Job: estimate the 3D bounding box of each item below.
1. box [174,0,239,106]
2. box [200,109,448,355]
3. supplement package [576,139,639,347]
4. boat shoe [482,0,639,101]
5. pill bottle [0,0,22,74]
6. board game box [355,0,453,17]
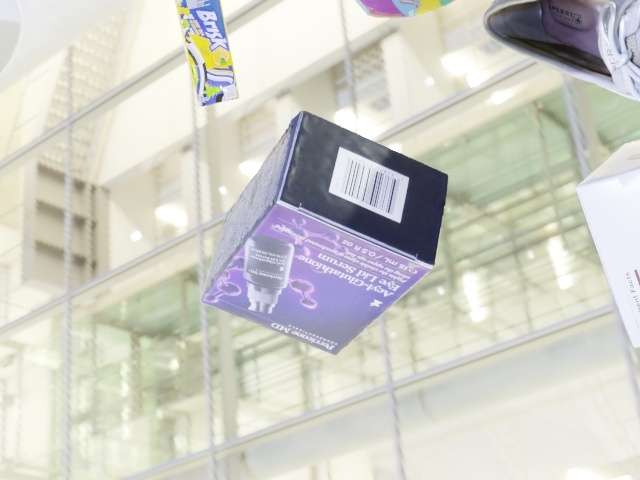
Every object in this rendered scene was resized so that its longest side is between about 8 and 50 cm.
[{"bbox_3d":[-0.140,-0.250,1.379,0.059,0.054,0.169,-112,11,-56],"label":"box"},{"bbox_3d":[0.000,0.000,1.058,0.153,0.207,0.108,22,-125,-13],"label":"box"},{"bbox_3d":[0.357,-0.028,0.979,0.194,0.203,0.149,-31,-79,-60],"label":"supplement package"},{"bbox_3d":[0.262,-0.187,1.051,0.320,0.103,0.118,-132,24,-60],"label":"boat shoe"},{"bbox_3d":[-0.488,-0.324,1.397,0.204,0.204,0.361,32,-169,-40],"label":"pill bottle"},{"bbox_3d":[0.052,-0.208,0.673,0.169,0.133,0.033,45,-173,-29],"label":"board game box"}]
